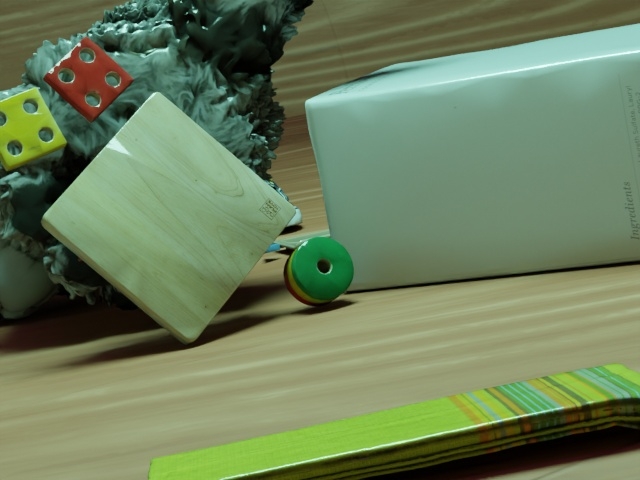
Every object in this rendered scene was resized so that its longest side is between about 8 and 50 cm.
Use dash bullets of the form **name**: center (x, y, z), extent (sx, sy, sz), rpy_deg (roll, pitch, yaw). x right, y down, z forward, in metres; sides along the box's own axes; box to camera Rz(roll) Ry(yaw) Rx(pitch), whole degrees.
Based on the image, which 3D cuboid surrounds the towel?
- **towel**: center (0.037, 0.094, 0.807), extent (0.237, 0.021, 0.102), rpy_deg (-11, 2, -3)

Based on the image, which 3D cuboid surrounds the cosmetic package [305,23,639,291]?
- **cosmetic package**: center (0.209, -0.074, 1.288), extent (0.385, 0.156, 0.217), rpy_deg (-6, 11, 21)

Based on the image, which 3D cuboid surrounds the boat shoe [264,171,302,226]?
- **boat shoe**: center (-0.073, -0.053, 1.748), extent (0.065, 0.083, 0.183), rpy_deg (-13, 8, -19)

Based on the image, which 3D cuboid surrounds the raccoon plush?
- **raccoon plush**: center (-0.110, -0.100, 1.411), extent (0.446, 0.216, 0.299), rpy_deg (-36, 7, -6)

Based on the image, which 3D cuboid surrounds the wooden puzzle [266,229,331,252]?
- **wooden puzzle**: center (0.000, 0.000, 1.544), extent (0.116, 0.014, 0.078), rpy_deg (-11, 4, -12)

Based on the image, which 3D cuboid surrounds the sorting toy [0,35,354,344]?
- **sorting toy**: center (-0.116, -0.017, 1.217), extent (0.132, 0.274, 0.046), rpy_deg (-53, 6, -28)
